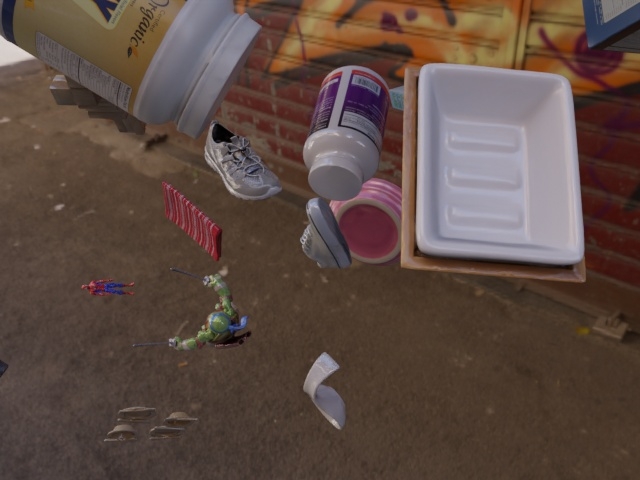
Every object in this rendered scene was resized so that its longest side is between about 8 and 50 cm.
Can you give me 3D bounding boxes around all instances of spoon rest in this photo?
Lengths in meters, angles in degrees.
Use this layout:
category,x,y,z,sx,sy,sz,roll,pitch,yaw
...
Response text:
category,x,y,z,sx,sy,sz,roll,pitch,yaw
spoon rest,0.006,0.383,1.487,0.084,0.276,0.137,-33,54,-23

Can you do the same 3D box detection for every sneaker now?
category,x,y,z,sx,sy,sz,roll,pitch,yaw
sneaker,-0.200,-0.192,1.449,0.105,0.115,0.281,-30,51,-30
sneaker,0.000,0.000,1.324,0.091,0.258,0.094,-15,56,8

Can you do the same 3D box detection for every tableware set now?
category,x,y,z,sx,sy,sz,roll,pitch,yaw
tableware set,-0.299,0.330,1.070,0.141,0.168,0.020,10,52,-25

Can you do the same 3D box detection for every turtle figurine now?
category,x,y,z,sx,sy,sz,roll,pitch,yaw
turtle figurine,-0.311,0.187,1.560,0.275,0.197,0.266,1,-13,-2

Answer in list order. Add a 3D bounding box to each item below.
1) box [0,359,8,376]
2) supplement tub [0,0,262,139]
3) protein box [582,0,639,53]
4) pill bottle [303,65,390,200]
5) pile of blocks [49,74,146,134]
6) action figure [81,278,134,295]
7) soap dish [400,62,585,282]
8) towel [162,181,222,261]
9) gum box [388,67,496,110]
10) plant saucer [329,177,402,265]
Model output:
category,x,y,z,sx,sy,sz,roll,pitch,yaw
box,-0.660,0.193,0.862,0.307,0.076,0.242,41,32,-15
supplement tub,-0.266,-0.308,0.854,0.316,0.228,0.228,30,30,-12
protein box,0.501,-0.407,0.870,0.136,0.199,0.201,-3,-6,-19
pill bottle,0.062,-0.256,1.448,0.182,0.181,0.322,5,55,12
pile of blocks,-0.476,-0.331,1.286,0.113,0.148,0.362,2,-2,3
action figure,-0.493,0.110,1.397,0.115,0.038,0.030,3,-13,-28
soap dish,0.218,-0.085,0.800,0.229,0.118,0.290,4,71,-1
towel,-0.435,-0.062,2.042,0.275,0.198,0.031,40,60,14
gum box,0.225,-0.283,1.129,0.157,0.041,0.184,-17,17,-2
plant saucer,0.173,-0.047,2.041,0.332,0.332,0.084,10,33,19
